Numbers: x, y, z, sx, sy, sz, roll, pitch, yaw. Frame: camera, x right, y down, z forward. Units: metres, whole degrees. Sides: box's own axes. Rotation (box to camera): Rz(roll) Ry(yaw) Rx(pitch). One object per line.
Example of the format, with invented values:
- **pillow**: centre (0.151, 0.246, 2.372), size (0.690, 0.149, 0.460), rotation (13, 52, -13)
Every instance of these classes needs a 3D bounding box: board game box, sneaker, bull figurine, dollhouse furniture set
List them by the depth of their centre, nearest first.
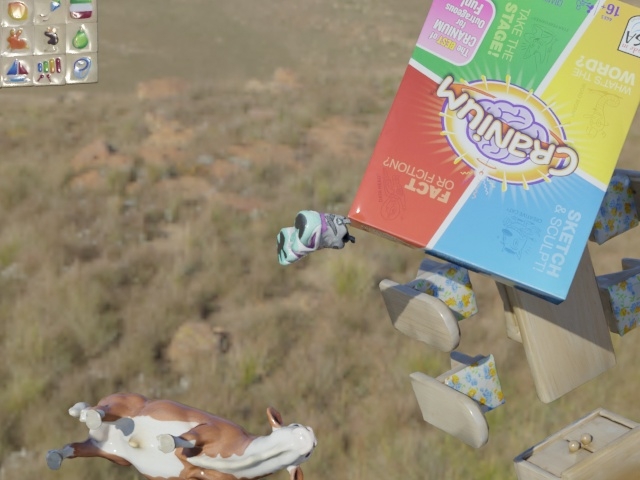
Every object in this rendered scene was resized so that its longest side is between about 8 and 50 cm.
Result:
- **sneaker**: centre (0.000, 0.000, 1.158), size (0.069, 0.038, 0.098), rotation (1, -17, -22)
- **board game box**: centre (0.197, -0.122, 1.245), size (0.242, 0.316, 0.064), rotation (21, -6, 6)
- **bull figurine**: centre (-0.162, 0.241, 1.384), size (0.311, 0.101, 0.188), rotation (4, 0, 26)
- **dollhouse furniture set**: centre (0.332, 0.161, 1.430), size (0.362, 0.394, 0.256), rotation (-25, 19, -21)

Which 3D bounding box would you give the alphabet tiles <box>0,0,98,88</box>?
- **alphabet tiles**: centre (-0.397, -0.284, 1.478), size (0.237, 0.198, 0.009), rotation (-3, -12, 0)
